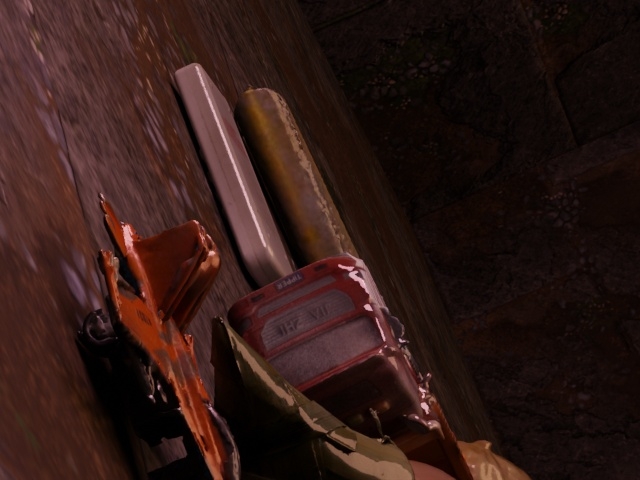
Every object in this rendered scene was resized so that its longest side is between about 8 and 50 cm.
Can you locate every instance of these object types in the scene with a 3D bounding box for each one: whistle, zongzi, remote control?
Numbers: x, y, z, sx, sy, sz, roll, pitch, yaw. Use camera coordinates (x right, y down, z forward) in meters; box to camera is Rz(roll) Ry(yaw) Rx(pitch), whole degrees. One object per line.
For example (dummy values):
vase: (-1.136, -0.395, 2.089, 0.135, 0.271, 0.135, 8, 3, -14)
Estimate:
whistle: (-0.001, 0.000, 1.850, 0.068, 0.057, 0.326, -97, 162, -83)
zongzi: (-0.001, 0.091, 0.956, 0.055, 0.109, 0.119, -117, -153, -67)
remote control: (-0.067, -0.045, 1.531, 0.087, 0.029, 0.190, 53, 14, -67)

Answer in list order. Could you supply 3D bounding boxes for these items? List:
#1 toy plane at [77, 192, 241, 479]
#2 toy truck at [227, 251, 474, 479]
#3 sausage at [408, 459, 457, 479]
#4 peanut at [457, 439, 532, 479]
toy plane: (-0.070, 0.073, 0.875, 0.135, 0.062, 0.188, 53, 28, -69)
toy truck: (0.027, 0.122, 1.316, 0.135, 0.114, 0.270, 64, 1, 32)
sausage: (0.051, 0.231, 0.969, 0.253, 0.123, 0.123, -107, 171, -59)
peanut: (0.185, 0.312, 2.019, 0.101, 0.117, 0.263, -118, -176, -63)
